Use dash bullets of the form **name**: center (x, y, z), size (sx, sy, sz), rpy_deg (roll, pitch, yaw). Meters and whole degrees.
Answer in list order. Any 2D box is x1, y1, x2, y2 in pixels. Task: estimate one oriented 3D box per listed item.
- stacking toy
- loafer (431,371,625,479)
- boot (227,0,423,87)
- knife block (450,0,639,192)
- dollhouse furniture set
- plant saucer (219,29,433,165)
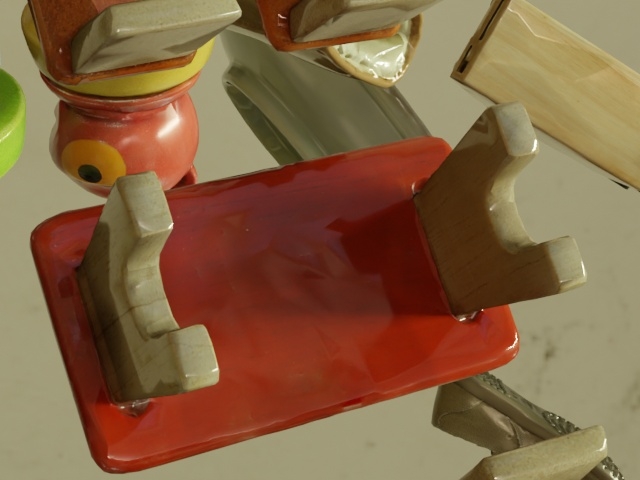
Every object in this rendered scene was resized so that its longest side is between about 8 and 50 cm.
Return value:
- **stacking toy**: center (-0.244, -0.078, 1.001), size (0.309, 0.279, 0.130), rpy_deg (19, -50, 24)
- **loafer**: center (0.135, 0.134, 1.050), size (0.050, 0.148, 0.056), rpy_deg (-55, 178, 11)
- **boot**: center (-0.100, -0.183, 0.879), size (0.269, 0.236, 0.089), rpy_deg (25, -87, 31)
- **knife block**: center (0.263, -0.104, 1.422), size (0.242, 0.275, 0.088), rpy_deg (30, -87, 21)
- **dollhouse furniture set**: center (-0.058, 0.028, 0.487), size (0.135, 0.259, 0.262), rpy_deg (-39, -114, 63)
- **plant saucer**: center (0.001, -0.118, 1.651), size (0.100, 0.400, 0.400), rpy_deg (-40, -144, -5)
